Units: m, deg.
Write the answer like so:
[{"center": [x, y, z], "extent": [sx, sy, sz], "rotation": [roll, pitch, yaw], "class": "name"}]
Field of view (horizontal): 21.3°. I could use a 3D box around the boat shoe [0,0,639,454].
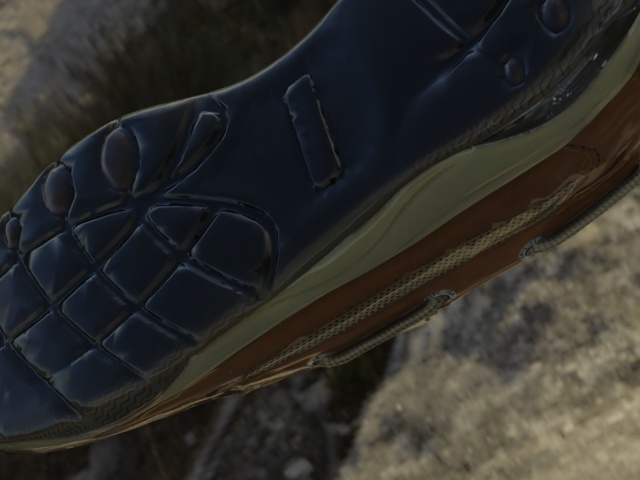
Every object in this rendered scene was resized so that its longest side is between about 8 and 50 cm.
[{"center": [0.000, 0.000, 0.644], "extent": [0.324, 0.120, 0.122], "rotation": [-29, 53, 25], "class": "boat shoe"}]
